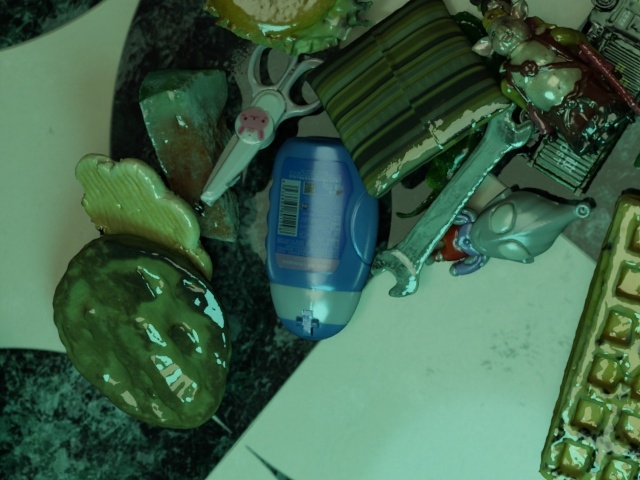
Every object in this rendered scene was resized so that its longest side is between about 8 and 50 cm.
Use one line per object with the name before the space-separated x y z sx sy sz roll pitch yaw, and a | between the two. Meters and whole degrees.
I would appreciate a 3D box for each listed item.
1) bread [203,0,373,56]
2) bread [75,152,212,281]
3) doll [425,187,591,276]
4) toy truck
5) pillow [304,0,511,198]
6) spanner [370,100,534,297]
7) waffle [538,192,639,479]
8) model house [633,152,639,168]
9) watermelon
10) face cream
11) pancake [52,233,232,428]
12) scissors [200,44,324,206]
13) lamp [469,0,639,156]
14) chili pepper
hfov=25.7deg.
bread | -0.036 -0.426 1.746 0.236 0.183 0.389 6 95 12
bread | -0.222 -0.006 1.840 0.181 0.039 0.251 6 128 30
doll | 0.233 -0.015 1.774 0.227 0.075 0.102 -11 108 26
toy truck | 0.340 -0.195 1.723 0.121 0.088 0.259 33 103 11
pillow | 0.103 -0.188 1.748 0.208 0.052 0.212 -35 61 14
spanner | 0.164 -0.048 1.754 0.071 0.017 0.302 41 113 8
waffle | 0.438 0.154 1.720 0.261 0.114 0.376 16 99 10
model house | 0.479 -0.123 1.694 0.088 0.117 0.167 40 80 -27
watermelon | -0.166 -0.106 1.846 0.094 0.154 0.241 -8 107 15
face cream | 0.000 0.000 1.826 0.149 0.083 0.264 7 97 16
pancake | -0.237 0.117 1.870 0.294 0.049 0.294 14 124 22
scissors | -0.084 -0.149 1.821 0.118 0.030 0.242 32 80 10
lamp | 0.259 -0.211 1.647 0.118 0.118 0.253 -41 81 14
chili pepper | 0.183 -0.144 1.780 0.122 0.065 0.279 21 98 24
